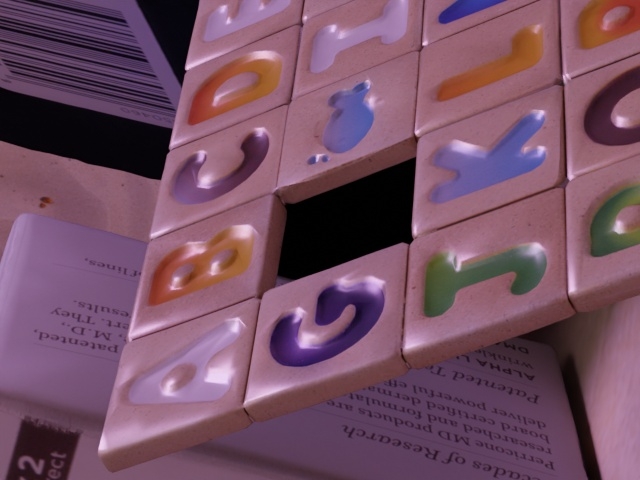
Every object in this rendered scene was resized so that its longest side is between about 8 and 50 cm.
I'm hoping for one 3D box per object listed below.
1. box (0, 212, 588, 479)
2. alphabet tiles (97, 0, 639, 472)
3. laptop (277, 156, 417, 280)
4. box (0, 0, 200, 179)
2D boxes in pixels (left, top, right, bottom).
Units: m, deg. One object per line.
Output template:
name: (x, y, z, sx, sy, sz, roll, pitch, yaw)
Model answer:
box: (-0.033, 0.111, 0.598, 0.119, 0.181, 0.181, -92, 19, -63)
alphabet tiles: (0.045, -0.055, 0.507, 0.198, 0.009, 0.237, -21, 35, 21)
laptop: (0.000, 0.000, 0.758, 0.264, 0.136, 0.234, -93, 20, -63)
box: (-0.035, -0.251, 0.810, 0.293, 0.212, 0.396, 64, -138, -69)
